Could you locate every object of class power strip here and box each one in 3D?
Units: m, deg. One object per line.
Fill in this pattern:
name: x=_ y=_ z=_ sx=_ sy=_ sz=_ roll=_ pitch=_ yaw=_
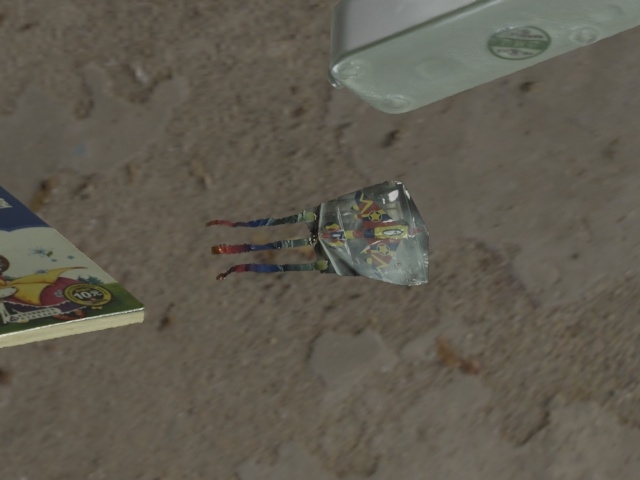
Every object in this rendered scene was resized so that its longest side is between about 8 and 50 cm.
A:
power strip: x=0.161 y=-0.173 z=1.081 sx=0.385 sy=0.091 sz=0.062 roll=-18 pitch=59 yaw=32

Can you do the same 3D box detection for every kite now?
kite: x=0.000 y=-0.001 z=1.780 sx=0.245 sy=0.015 sz=0.141 roll=-6 pitch=55 yaw=-11

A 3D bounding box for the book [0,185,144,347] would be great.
book: x=-0.349 y=0.019 z=1.602 sx=0.322 sy=0.228 sz=0.018 roll=34 pitch=123 yaw=43
